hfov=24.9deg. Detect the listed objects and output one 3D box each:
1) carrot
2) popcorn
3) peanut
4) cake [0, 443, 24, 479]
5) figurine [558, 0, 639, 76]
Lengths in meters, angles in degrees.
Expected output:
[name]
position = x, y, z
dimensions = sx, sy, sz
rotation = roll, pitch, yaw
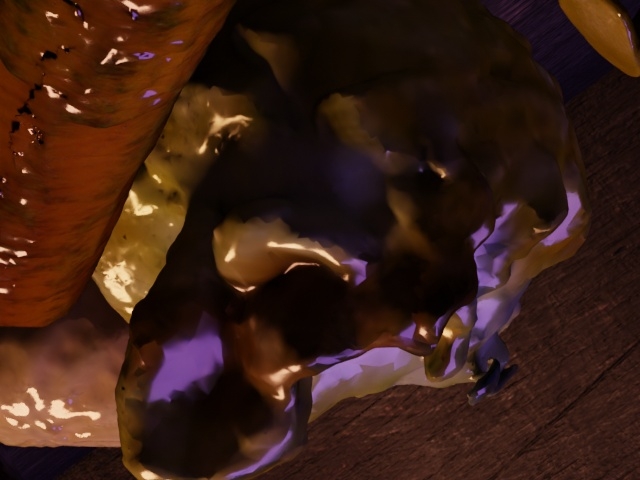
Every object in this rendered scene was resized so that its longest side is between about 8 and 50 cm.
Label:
[carrot]
position = -0.074, -0.036, 0.407
dimensions = 0.070, 0.070, 0.260
rotation = -33, 175, -28
[popcorn]
position = 0.000, 0.000, 0.540
dimensions = 0.198, 0.198, 0.212
rotation = -40, -164, 43
[peanut]
position = -0.068, 0.027, 0.796
dimensions = 0.274, 0.125, 0.111
rotation = -35, 148, -18
[cake]
position = -0.330, 0.335, 1.196
dimensions = 0.282, 0.256, 0.290
rotation = -34, 172, -4
[figurine]
position = 0.374, -0.269, 1.078
dimensions = 0.338, 0.204, 0.283
rotation = -47, 171, -12
